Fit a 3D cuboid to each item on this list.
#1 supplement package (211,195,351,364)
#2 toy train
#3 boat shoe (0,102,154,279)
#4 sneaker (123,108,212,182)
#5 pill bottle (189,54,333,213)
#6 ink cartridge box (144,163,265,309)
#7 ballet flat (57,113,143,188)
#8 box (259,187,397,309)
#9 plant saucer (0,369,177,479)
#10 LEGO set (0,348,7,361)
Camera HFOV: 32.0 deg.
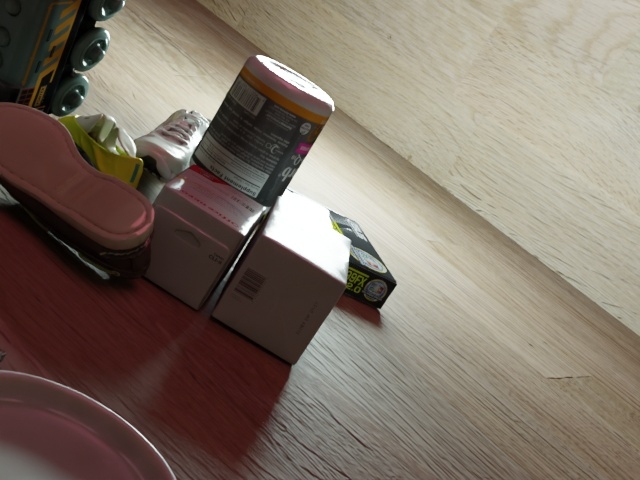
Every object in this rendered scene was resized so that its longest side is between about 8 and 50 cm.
[{"bbox_3d":[-0.049,0.049,1.576,0.133,0.139,0.244,32,13,-5],"label":"supplement package"},{"bbox_3d":[-0.410,-0.299,1.638,0.142,0.334,0.190,38,30,13],"label":"toy train"},{"bbox_3d":[-0.337,-0.066,1.448,0.324,0.097,0.116,35,55,24],"label":"boat shoe"},{"bbox_3d":[-0.246,-0.165,1.868,0.110,0.118,0.292,34,9,-2],"label":"sneaker"},{"bbox_3d":[-0.112,-0.142,1.792,0.162,0.278,0.162,29,15,-9],"label":"pill bottle"},{"bbox_3d":[-0.171,-0.009,1.533,0.128,0.127,0.176,33,14,-1],"label":"ink cartridge box"},{"bbox_3d":[-0.341,-0.154,1.759,0.077,0.077,0.231,15,22,-45],"label":"ballet flat"},{"bbox_3d":[0.000,0.000,1.992,0.216,0.060,0.270,25,16,-23],"label":"box"},{"bbox_3d":[-0.215,0.198,0.829,0.400,0.101,0.400,29,15,-9],"label":"plant saucer"},{"bbox_3d":[-0.402,0.065,0.977,0.244,0.060,0.182,29,-8,-8],"label":"LEGO set"}]
